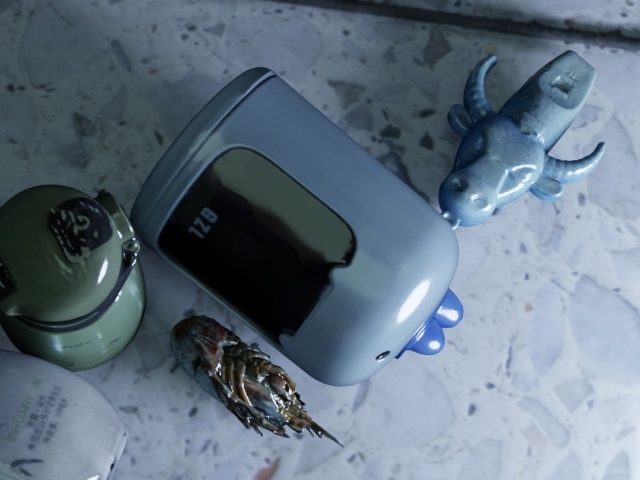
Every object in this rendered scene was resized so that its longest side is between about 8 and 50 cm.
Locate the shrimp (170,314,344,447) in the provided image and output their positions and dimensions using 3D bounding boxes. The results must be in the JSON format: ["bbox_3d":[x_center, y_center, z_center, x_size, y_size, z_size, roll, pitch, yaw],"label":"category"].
[{"bbox_3d":[-0.068,0.162,1.948,0.233,0.079,0.090,34,41,1],"label":"shrimp"}]

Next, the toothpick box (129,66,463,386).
[{"bbox_3d":[0.000,0.000,1.912,0.354,0.263,0.263,40,79,4],"label":"toothpick box"}]

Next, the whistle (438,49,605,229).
[{"bbox_3d":[0.223,-0.112,2.009,0.180,0.093,0.269,38,78,6],"label":"whistle"}]

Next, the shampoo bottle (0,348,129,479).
[{"bbox_3d":[-0.354,0.245,1.809,0.266,0.273,0.273,20,78,-5],"label":"shampoo bottle"}]

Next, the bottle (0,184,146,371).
[{"bbox_3d":[-0.266,0.036,1.822,0.168,0.347,0.169,1,78,-5],"label":"bottle"}]
